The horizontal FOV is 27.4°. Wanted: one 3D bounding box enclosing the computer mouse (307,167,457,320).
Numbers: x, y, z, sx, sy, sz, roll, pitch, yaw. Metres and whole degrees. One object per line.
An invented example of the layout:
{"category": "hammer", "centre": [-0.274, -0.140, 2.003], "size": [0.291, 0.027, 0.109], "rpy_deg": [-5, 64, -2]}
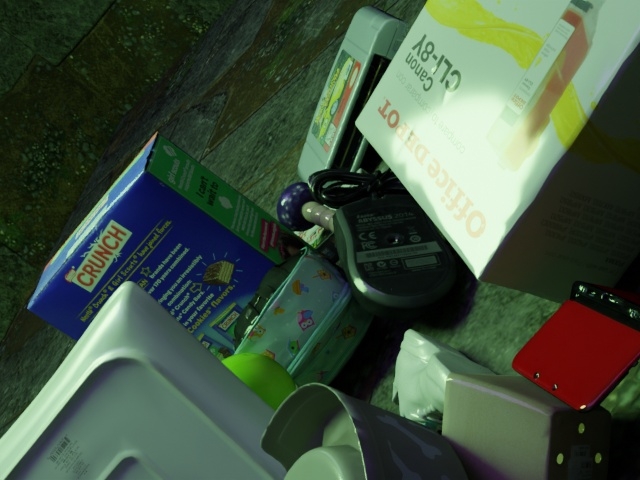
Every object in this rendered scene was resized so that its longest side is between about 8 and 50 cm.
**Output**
{"category": "computer mouse", "centre": [0.088, 0.009, 1.517], "size": [0.272, 0.188, 0.072], "rpy_deg": [-98, 5, -53]}

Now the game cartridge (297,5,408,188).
{"category": "game cartridge", "centre": [0.043, -0.204, 1.972], "size": [0.196, 0.060, 0.294], "rpy_deg": [-115, 45, -74]}

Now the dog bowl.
{"category": "dog bowl", "centre": [0.018, 0.290, 1.023], "size": [0.349, 0.102, 0.349], "rpy_deg": [-170, 90, -73]}

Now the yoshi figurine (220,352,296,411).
{"category": "yoshi figurine", "centre": [-0.123, 0.262, 1.468], "size": [0.362, 0.203, 0.203], "rpy_deg": [-44, 14, 19]}

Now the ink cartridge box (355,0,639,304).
{"category": "ink cartridge box", "centre": [0.230, -0.172, 1.177], "size": [0.385, 0.160, 0.279], "rpy_deg": [-59, 38, 22]}

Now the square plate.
{"category": "square plate", "centre": [-0.185, 0.280, 1.367], "size": [0.347, 0.344, 0.049], "rpy_deg": [-50, -8, 11]}

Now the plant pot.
{"category": "plant pot", "centre": [0.166, 0.163, 1.030], "size": [0.096, 0.109, 0.109], "rpy_deg": [1, 85, 49]}

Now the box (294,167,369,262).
{"category": "box", "centre": [0.000, 0.000, 1.866], "size": [0.207, 0.036, 0.114], "rpy_deg": [-43, 21, 29]}

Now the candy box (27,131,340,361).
{"category": "candy box", "centre": [-0.178, 0.061, 1.746], "size": [0.268, 0.317, 0.122], "rpy_deg": [-46, 20, 22]}

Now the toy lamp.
{"category": "toy lamp", "centre": [0.033, -0.018, 1.695], "size": [0.080, 0.080, 0.274], "rpy_deg": [-56, 32, -7]}

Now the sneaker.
{"category": "sneaker", "centre": [0.116, 0.154, 1.272], "size": [0.094, 0.080, 0.212], "rpy_deg": [-66, 11, 2]}

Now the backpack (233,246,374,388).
{"category": "backpack", "centre": [-0.023, 0.099, 1.554], "size": [0.166, 0.144, 0.188], "rpy_deg": [-52, -6, -1]}

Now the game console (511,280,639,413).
{"category": "game console", "centre": [0.240, 0.088, 1.033], "size": [0.144, 0.124, 0.085], "rpy_deg": [-146, 69, -71]}
